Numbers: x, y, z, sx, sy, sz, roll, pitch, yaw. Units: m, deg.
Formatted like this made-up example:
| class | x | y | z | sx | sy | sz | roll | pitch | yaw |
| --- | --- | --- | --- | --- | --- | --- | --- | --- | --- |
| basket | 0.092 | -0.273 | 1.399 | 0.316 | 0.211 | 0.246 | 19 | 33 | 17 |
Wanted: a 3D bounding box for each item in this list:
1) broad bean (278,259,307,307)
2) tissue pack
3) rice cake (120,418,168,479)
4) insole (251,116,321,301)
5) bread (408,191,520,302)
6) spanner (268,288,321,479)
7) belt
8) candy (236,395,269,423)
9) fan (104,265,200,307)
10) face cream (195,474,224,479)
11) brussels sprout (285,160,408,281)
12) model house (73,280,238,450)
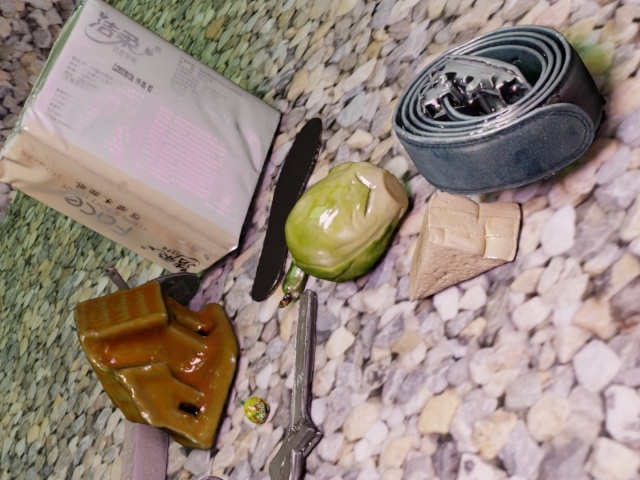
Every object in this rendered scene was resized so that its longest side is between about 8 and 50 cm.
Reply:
| class | x | y | z | sx | sy | sz | roll | pitch | yaw |
| --- | --- | --- | --- | --- | --- | --- | --- | --- | --- |
| broad bean | -0.002 | 0.000 | 1.615 | 0.227 | 0.039 | 0.069 | -61 | 19 | 2 |
| tissue pack | -0.310 | -0.172 | 1.910 | 0.205 | 0.404 | 0.332 | -36 | 31 | 49 |
| rice cake | -0.282 | 0.321 | 1.775 | 0.056 | 0.072 | 0.365 | -43 | 33 | 29 |
| insole | -0.054 | -0.056 | 1.800 | 0.119 | 0.009 | 0.349 | -29 | 40 | 50 |
| bread | 0.166 | 0.017 | 1.309 | 0.152 | 0.105 | 0.077 | 99 | -178 | -59 |
| spanner | -0.027 | 0.193 | 1.487 | 0.093 | 0.026 | 0.326 | -42 | 30 | 37 |
| belt | 0.202 | -0.151 | 1.248 | 0.206 | 0.116 | 0.267 | -48 | 31 | -19 |
| candy | -0.103 | 0.236 | 1.584 | 0.035 | 0.035 | 0.123 | -55 | 15 | -11 |
| fan | -0.328 | 0.122 | 1.854 | 0.223 | 0.294 | 0.012 | -43 | 68 | 19 |
| face cream | -0.209 | 0.406 | 1.546 | 0.229 | 0.075 | 0.075 | -40 | 33 | 36 |
| brussels sprout | 0.028 | -0.020 | 1.485 | 0.183 | 0.131 | 0.145 | -26 | 21 | 51 |
| model house | -0.259 | 0.174 | 1.680 | 0.173 | 0.239 | 0.268 | -55 | 25 | 10 |
